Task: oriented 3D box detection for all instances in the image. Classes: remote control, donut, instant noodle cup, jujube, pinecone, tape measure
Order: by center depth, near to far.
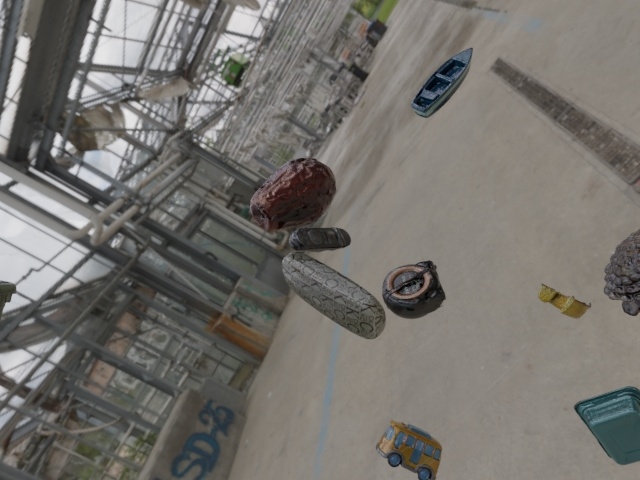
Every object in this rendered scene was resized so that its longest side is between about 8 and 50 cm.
[{"bbox_3d":[0.807,0.093,1.026,0.246,0.292,0.246,-51,19,25],"label":"pinecone"},{"bbox_3d":[0.725,0.450,1.083,0.157,0.179,0.070,-36,1,30],"label":"instant noodle cup"},{"bbox_3d":[-0.077,-0.139,1.368,0.290,0.197,0.197,-36,-4,-34],"label":"jujube"},{"bbox_3d":[0.000,0.000,1.567,0.066,0.266,0.090,-30,71,41],"label":"remote control"},{"bbox_3d":[0.878,0.223,1.642,0.181,0.146,0.078,33,100,56],"label":"donut"},{"bbox_3d":[0.335,0.183,1.652,0.223,0.135,0.202,-16,42,7],"label":"tape measure"}]

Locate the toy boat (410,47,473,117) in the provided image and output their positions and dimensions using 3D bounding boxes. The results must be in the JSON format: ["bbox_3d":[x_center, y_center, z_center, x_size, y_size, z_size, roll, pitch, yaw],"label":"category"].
[{"bbox_3d":[0.442,-0.556,1.603,0.299,0.062,0.096,-48,51,-3],"label":"toy boat"}]

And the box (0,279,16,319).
[{"bbox_3d":[-0.474,0.087,0.540,0.124,0.172,0.092,14,-98,-71],"label":"box"}]

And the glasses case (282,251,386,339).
[{"bbox_3d":[0.028,0.146,1.250,0.085,0.355,0.137,-36,-39,-32],"label":"glasses case"}]

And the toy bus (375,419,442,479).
[{"bbox_3d":[0.301,0.693,1.519,0.126,0.210,0.136,90,-156,-84],"label":"toy bus"}]
